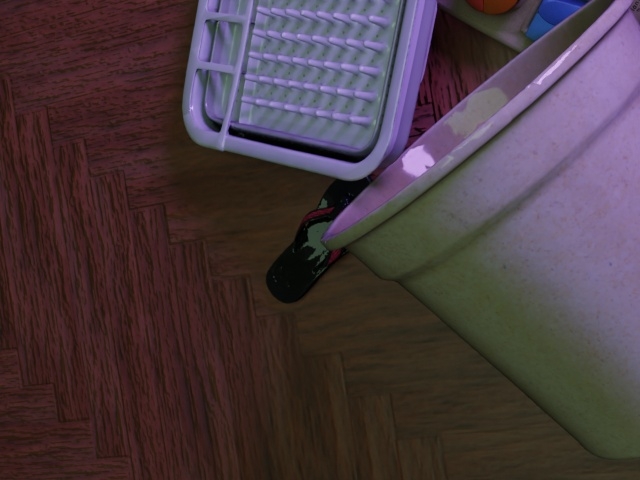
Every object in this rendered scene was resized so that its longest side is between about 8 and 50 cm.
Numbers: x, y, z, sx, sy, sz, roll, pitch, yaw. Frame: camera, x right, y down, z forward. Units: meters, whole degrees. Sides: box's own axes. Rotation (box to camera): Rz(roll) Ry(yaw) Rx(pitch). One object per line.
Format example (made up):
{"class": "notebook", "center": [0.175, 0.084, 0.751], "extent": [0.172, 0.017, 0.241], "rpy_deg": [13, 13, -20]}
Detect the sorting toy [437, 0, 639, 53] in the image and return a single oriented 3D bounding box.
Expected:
{"class": "sorting toy", "center": [0.231, -0.295, 0.916], "extent": [0.229, 0.041, 0.307], "rpy_deg": [35, 134, 11]}

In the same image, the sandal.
{"class": "sandal", "center": [0.000, 0.000, 1.117], "extent": [0.067, 0.040, 0.179], "rpy_deg": [44, 108, 16]}

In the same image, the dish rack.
{"class": "dish rack", "center": [-0.007, -0.216, 1.045], "extent": [0.333, 0.072, 0.285], "rpy_deg": [18, 99, 47]}

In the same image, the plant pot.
{"class": "plant pot", "center": [0.224, 0.004, 0.880], "extent": [0.334, 0.334, 0.305], "rpy_deg": [-40, 95, 20]}
